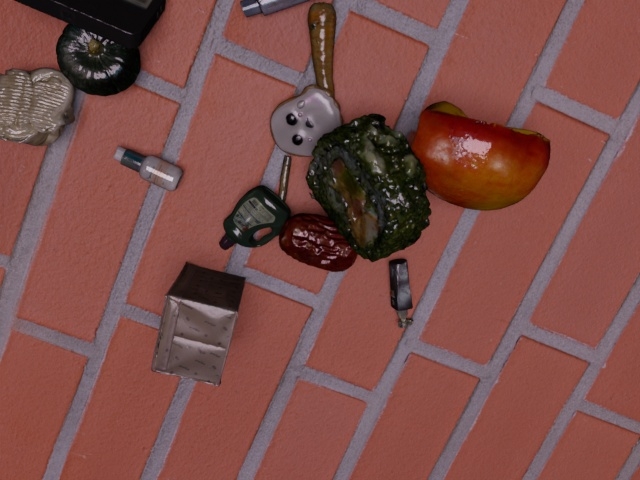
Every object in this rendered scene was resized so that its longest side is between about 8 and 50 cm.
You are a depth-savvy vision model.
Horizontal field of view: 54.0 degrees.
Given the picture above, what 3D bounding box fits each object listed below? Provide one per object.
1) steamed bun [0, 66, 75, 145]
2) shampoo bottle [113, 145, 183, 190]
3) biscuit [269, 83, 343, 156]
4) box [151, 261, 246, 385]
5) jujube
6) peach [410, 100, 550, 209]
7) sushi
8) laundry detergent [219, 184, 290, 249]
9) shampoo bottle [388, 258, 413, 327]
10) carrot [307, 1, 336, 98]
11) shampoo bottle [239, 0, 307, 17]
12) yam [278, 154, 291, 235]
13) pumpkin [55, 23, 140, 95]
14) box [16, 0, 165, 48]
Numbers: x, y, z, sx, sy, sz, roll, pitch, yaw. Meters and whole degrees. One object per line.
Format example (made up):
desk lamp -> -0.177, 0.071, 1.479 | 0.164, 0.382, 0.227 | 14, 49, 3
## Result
steamed bun -> -0.755, -0.340, 1.656 | 0.211, 0.144, 0.218 | 6, 74, -11
shampoo bottle -> -0.476, -0.203, 1.727 | 0.192, 0.074, 0.074 | 25, 103, -7
biscuit -> -0.038, -0.312, 1.702 | 0.208, 0.049, 0.181 | -25, 109, 15
box -> -0.326, 0.221, 1.724 | 0.190, 0.297, 0.225 | 14, 104, -5
jujube -> 0.000, 0.000, 1.734 | 0.230, 0.155, 0.155 | 18, 104, -22
peach -> 0.393, -0.207, 1.636 | 0.380, 0.306, 0.242 | 20, 96, -11
sushi -> 0.130, -0.142, 1.608 | 0.178, 0.294, 0.352 | -24, 72, -29
laundry detergent -> -0.195, -0.042, 1.766 | 0.144, 0.078, 0.222 | 41, 111, -11
shampoo bottle -> 0.239, 0.158, 1.844 | 0.064, 0.057, 0.207 | -9, 106, -7
carrot -> 0.011, -0.477, 1.673 | 0.078, 0.078, 0.298 | -5, 109, 0
shampoo bottle -> -0.101, -0.634, 1.628 | 0.214, 0.072, 0.072 | -18, 104, 3
yam -> -0.107, -0.124, 1.778 | 0.029, 0.027, 0.234 | 12, 105, 16
pumpkin -> -0.569, -0.477, 1.615 | 0.212, 0.152, 0.211 | -1, 103, -6
box -> -0.580, -0.616, 1.560 | 0.350, 0.211, 0.058 | 22, 142, -6
